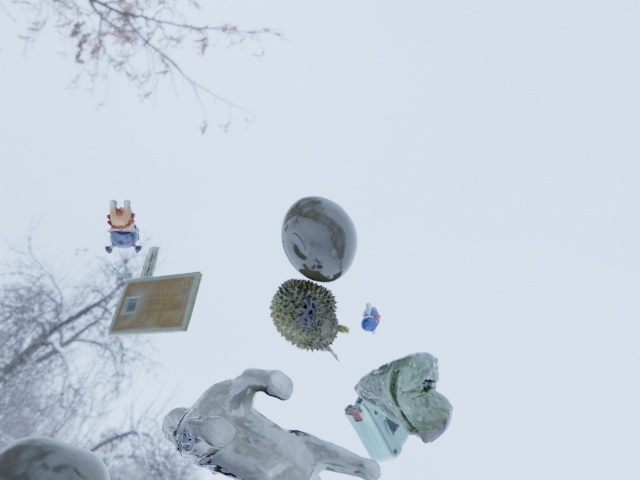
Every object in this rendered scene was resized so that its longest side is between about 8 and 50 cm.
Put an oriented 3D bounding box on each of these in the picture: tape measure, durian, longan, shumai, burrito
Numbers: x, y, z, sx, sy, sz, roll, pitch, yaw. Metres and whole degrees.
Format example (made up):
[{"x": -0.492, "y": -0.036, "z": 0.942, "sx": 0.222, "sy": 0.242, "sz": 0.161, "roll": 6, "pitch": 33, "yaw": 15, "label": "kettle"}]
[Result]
[{"x": 0.224, "y": 0.661, "z": 1.964, "sx": 0.125, "sy": 0.246, "sz": 0.243, "roll": -26, "pitch": -86, "yaw": 38, "label": "tape measure"}, {"x": -0.034, "y": 0.206, "z": 1.474, "sx": 0.237, "sy": 0.194, "sz": 0.138, "roll": 17, "pitch": -11, "yaw": 9, "label": "durian"}, {"x": 0.000, "y": 0.000, "z": 1.510, "sx": 0.246, "sy": 0.246, "sz": 0.215, "roll": 39, "pitch": -59, "yaw": -8, "label": "longan"}, {"x": 0.279, "y": 0.523, "z": 1.705, "sx": 0.304, "sy": 0.263, "sz": 0.309, "roll": -35, "pitch": -27, "yaw": 23, "label": "shumai"}, {"x": -0.772, "y": 0.714, "z": 1.478, "sx": 0.361, "sy": 0.361, "sz": 0.361, "roll": 24, "pitch": -33, "yaw": 17, "label": "longan"}, {"x": -0.627, "y": 0.108, "z": 1.950, "sx": 0.041, "sy": 0.186, "sz": 0.045, "roll": -11, "pitch": -28, "yaw": 35, "label": "burrito"}]

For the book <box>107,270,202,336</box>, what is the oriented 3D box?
[{"x": -0.429, "y": 0.165, "z": 1.389, "sx": 0.241, "sy": 0.170, "sz": 0.018, "roll": -6, "pitch": -36, "yaw": 21, "label": "book"}]

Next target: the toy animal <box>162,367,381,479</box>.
[{"x": -0.107, "y": 0.381, "z": 0.921, "sx": 0.344, "sy": 0.194, "sz": 0.302, "roll": 48, "pitch": -46, "yaw": -10, "label": "toy animal"}]

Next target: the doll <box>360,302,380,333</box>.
[{"x": 0.147, "y": 0.235, "z": 1.582, "sx": 0.057, "sy": 0.143, "sz": 0.099, "roll": -9, "pitch": -84, "yaw": 15, "label": "doll"}]

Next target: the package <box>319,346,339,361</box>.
[{"x": 0.012, "y": 0.314, "z": 1.567, "sx": 0.110, "sy": 0.033, "sz": 0.077, "roll": 33, "pitch": -19, "yaw": 2, "label": "package"}]

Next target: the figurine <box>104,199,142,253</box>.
[{"x": -0.624, "y": -0.036, "z": 1.672, "sx": 0.111, "sy": 0.102, "sz": 0.195, "roll": 0, "pitch": -28, "yaw": -11, "label": "figurine"}]
